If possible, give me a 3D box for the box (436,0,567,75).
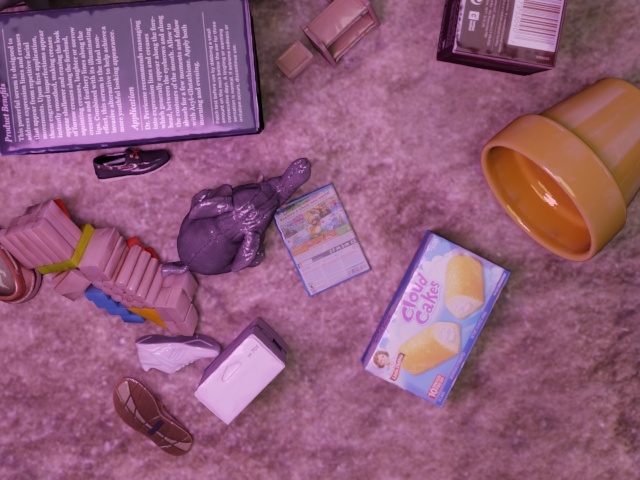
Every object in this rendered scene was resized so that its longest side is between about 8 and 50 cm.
[{"bbox_3d":[0.295,-0.368,1.748,0.167,0.203,0.169,9,95,-2],"label":"box"}]

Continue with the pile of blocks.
[{"bbox_3d":[-0.363,0.040,1.825,0.362,0.149,0.113,33,49,-20],"label":"pile of blocks"}]

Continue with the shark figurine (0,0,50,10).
[{"bbox_3d":[-0.416,-0.402,1.693,0.278,0.166,0.116,-13,137,-9],"label":"shark figurine"}]

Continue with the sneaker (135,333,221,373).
[{"bbox_3d":[-0.246,0.198,1.865,0.152,0.054,0.061,0,107,11],"label":"sneaker"}]

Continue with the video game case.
[{"bbox_3d":[0.000,0.000,1.870,0.119,0.015,0.166,-24,96,1],"label":"video game case"}]

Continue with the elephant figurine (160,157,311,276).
[{"bbox_3d":[-0.138,-0.035,1.734,0.169,0.239,0.186,13,73,-20],"label":"elephant figurine"}]

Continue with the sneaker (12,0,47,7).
[{"bbox_3d":[-0.409,-0.497,1.759,0.295,0.124,0.178,-12,105,1],"label":"sneaker"}]

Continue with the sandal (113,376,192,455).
[{"bbox_3d":[-0.296,0.307,1.878,0.072,0.049,0.180,-41,110,8],"label":"sandal"}]

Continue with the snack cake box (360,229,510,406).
[{"bbox_3d":[0.196,0.133,1.852,0.152,0.089,0.264,26,94,-5],"label":"snack cake box"}]

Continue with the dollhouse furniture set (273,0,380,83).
[{"bbox_3d":[-0.022,-0.372,1.812,0.182,0.101,0.161,-42,71,3],"label":"dollhouse furniture set"}]

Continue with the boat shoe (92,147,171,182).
[{"bbox_3d":[-0.322,-0.134,1.825,0.133,0.049,0.042,-11,127,2],"label":"boat shoe"}]

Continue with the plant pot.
[{"bbox_3d":[0.436,-0.135,1.770,0.239,0.254,0.254,-41,96,-14],"label":"plant pot"}]

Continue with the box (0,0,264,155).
[{"bbox_3d":[-0.296,-0.256,1.695,0.395,0.293,0.212,-5,96,-1],"label":"box"}]

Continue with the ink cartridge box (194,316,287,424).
[{"bbox_3d":[-0.131,0.214,1.798,0.082,0.191,0.139,44,93,-5],"label":"ink cartridge box"}]

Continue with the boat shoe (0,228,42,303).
[{"bbox_3d":[-0.611,-0.011,1.796,0.324,0.120,0.123,36,93,-5],"label":"boat shoe"}]
